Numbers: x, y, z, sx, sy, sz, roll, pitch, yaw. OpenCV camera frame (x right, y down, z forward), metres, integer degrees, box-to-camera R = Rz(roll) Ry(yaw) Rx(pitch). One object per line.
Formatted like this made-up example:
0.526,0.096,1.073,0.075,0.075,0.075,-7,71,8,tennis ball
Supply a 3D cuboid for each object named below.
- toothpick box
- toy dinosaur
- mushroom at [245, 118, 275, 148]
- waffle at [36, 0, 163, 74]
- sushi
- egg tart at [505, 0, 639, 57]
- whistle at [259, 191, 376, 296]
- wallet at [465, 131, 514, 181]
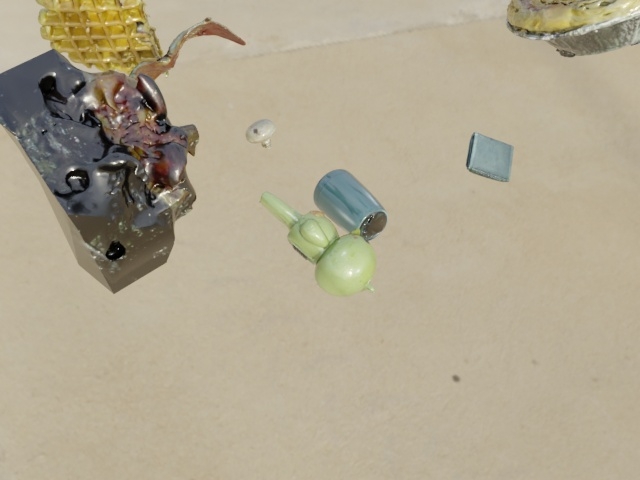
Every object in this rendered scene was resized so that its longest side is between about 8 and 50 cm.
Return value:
0.077,-0.082,1.705,0.120,0.120,0.184,-20,46,-29,toothpick box
-0.293,-0.356,1.477,0.113,0.206,0.327,46,38,-10,toy dinosaur
-0.153,-0.277,1.860,0.085,0.079,0.085,-22,26,11,mushroom
-0.446,-0.445,1.485,0.309,0.283,0.065,14,62,-44,waffle
-0.269,-0.104,0.918,0.212,0.215,0.227,-32,66,-19,sushi
0.341,-0.289,0.847,0.234,0.094,0.234,-19,31,11,egg tart
0.009,-0.005,1.409,0.141,0.141,0.294,-28,75,-33,whistle
0.371,-0.180,1.542,0.129,0.026,0.088,12,83,-33,wallet
